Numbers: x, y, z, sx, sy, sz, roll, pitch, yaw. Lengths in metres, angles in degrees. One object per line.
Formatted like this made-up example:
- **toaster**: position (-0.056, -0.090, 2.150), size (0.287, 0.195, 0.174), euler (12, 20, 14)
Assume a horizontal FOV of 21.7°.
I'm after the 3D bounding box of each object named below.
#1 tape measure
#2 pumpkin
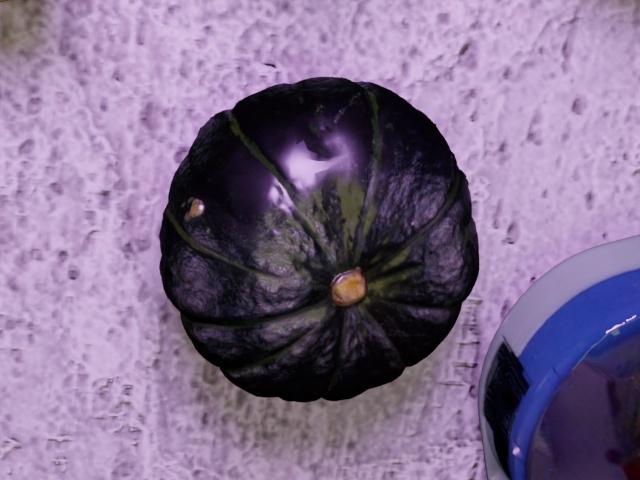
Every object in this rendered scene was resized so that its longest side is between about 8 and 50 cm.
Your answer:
- **tape measure**: position (0.243, 0.128, 1.221), size (0.259, 0.138, 0.262), euler (-15, 112, -8)
- **pumpkin**: position (0.000, 0.000, 1.111), size (0.220, 0.162, 0.220), euler (-6, 116, -12)
